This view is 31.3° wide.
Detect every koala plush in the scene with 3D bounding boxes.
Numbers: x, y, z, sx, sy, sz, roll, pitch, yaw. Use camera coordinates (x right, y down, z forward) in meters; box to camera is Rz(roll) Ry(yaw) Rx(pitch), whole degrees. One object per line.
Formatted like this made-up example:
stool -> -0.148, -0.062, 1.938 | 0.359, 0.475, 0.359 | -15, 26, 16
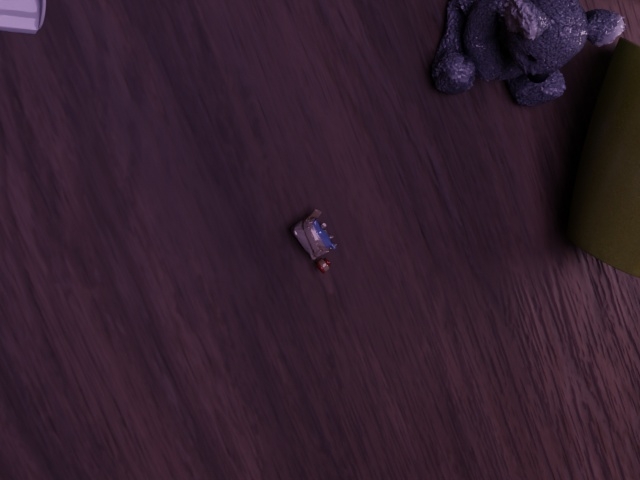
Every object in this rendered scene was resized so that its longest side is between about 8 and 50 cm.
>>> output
koala plush -> 0.287, -0.293, 1.565 | 0.196, 0.221, 0.203 | 5, 95, -20

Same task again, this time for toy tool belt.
toy tool belt -> 0.000, 0.000, 1.588 | 0.051, 0.052, 0.083 | -38, 109, -3

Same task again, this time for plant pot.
plant pot -> 0.488, -0.104, 1.667 | 0.275, 0.275, 0.293 | 21, 106, -21

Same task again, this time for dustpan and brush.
dustpan and brush -> -0.403, -0.365, 1.386 | 0.147, 0.060, 0.211 | 3, 96, -21
